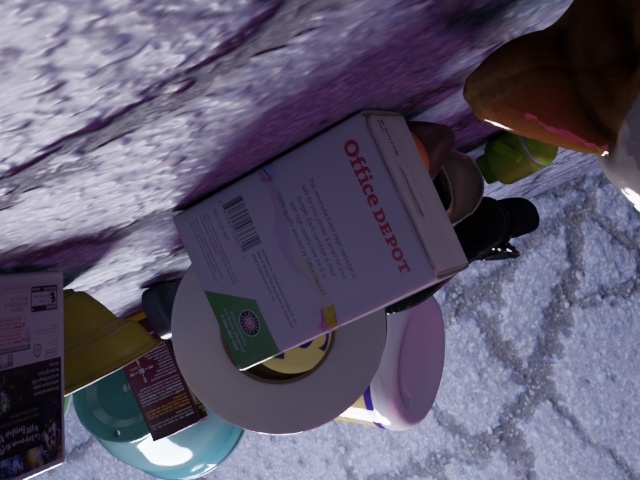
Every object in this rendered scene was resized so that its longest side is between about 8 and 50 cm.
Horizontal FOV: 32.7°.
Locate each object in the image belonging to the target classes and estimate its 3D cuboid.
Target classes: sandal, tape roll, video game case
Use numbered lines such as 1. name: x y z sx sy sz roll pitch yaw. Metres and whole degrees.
1. sandal: -0.182 0.098 1.500 0.054 0.097 0.254 -27 164 16
2. tape roll: -0.042 0.102 1.297 0.246 0.246 0.169 -24 174 2
3. video game case: -0.258 0.113 0.885 0.022 0.173 0.190 -1 180 12

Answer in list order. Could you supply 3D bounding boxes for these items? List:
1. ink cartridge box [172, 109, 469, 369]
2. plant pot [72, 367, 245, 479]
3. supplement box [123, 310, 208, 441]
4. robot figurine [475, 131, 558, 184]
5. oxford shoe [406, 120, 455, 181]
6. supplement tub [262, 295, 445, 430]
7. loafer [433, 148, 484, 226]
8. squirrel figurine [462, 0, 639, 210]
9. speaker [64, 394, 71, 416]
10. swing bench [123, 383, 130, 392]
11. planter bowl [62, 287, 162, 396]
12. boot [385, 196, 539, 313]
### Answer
1. ink cartridge box: 0.000 0.000 0.960 0.212 0.154 0.093 -27 174 27
2. plant pot: -0.286 0.268 1.866 0.271 0.272 0.255 -25 161 8
3. supplement box: -0.249 0.204 1.675 0.080 0.188 0.104 -23 175 -2
4. robot figurine: 0.265 -0.117 1.445 0.115 0.067 0.101 -28 174 36
5. oxford shoe: 0.030 -0.035 1.095 0.098 0.097 0.271 -27 178 -45
6. supplement tub: 0.017 0.178 1.818 0.331 0.241 0.241 4 -171 27
7. loafer: 0.119 -0.053 1.249 0.092 0.102 0.268 -21 177 40
8. squirrel figurine: 0.367 -0.168 0.717 0.397 0.281 0.370 -38 174 -40
9. speaker: -0.412 0.224 1.504 0.131 0.131 0.296 -22 174 -19
10. swing bench: -0.246 0.231 2.135 0.253 0.165 0.254 -24 169 7
11. planter bowl: -0.275 0.107 1.085 0.217 0.090 0.217 -25 -177 1
12. boot: 0.176 0.019 1.500 0.246 0.094 0.207 -33 168 20
